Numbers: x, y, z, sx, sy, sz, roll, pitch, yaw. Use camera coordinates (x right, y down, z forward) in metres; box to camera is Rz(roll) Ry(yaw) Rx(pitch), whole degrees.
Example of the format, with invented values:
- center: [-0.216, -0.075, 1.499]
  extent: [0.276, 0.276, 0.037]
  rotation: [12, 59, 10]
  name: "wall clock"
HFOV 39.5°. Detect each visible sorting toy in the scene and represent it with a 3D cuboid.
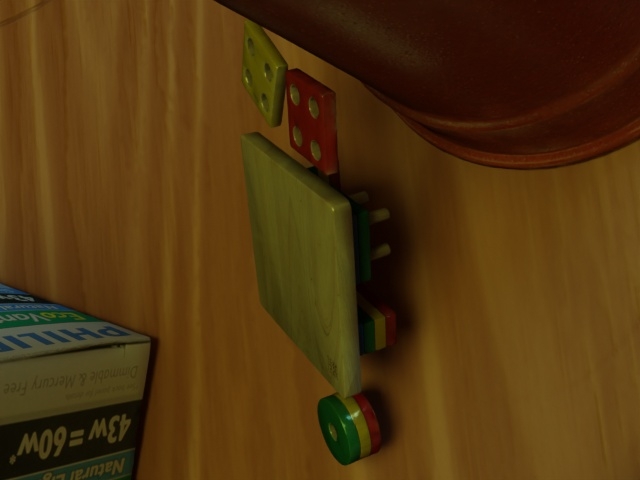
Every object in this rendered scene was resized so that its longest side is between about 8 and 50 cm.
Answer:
- center: [0.000, 0.000, 0.565]
  extent: [0.132, 0.046, 0.275]
  rotation: [41, 142, 53]
  name: "sorting toy"

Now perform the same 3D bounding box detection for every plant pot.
- center: [0.058, -0.186, 0.436]
  extent: [0.272, 0.265, 0.272]
  rotation: [-3, 85, 35]
  name: "plant pot"

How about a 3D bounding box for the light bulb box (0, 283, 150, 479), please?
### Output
- center: [-0.388, 0.147, 0.677]
  extent: [0.361, 0.358, 0.225]
  rotation: [13, 97, 34]
  name: "light bulb box"
